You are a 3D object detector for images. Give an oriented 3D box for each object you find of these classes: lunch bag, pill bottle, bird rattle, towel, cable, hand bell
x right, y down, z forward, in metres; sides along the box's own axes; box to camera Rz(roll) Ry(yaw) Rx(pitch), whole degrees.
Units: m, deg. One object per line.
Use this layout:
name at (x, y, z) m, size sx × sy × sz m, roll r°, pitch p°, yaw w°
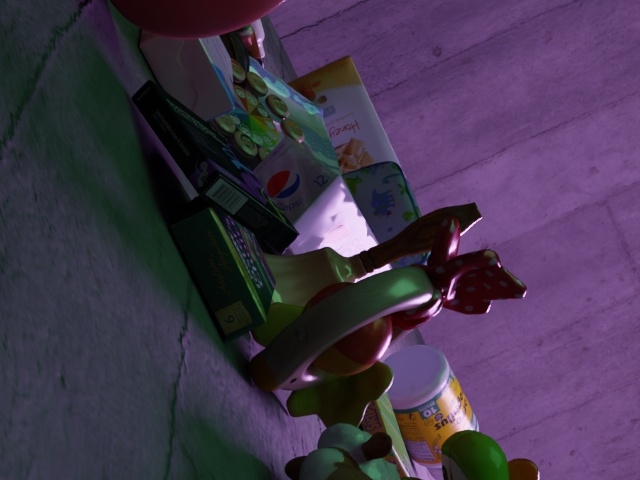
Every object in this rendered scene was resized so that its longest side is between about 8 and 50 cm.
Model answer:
lunch bag at (0.061, 0.000, 2.094) m, size 0.090 × 0.176 × 0.219 m, roll 67°, pitch 4°, yaw -48°
pill bottle at (0.167, 0.264, 2.242) m, size 0.117 × 0.117 × 0.208 m, roll -107°, pitch 171°, yaw -54°
bird rattle at (0.047, 0.079, 1.334) m, size 0.207 × 0.253 × 0.143 m, roll -6°, pitch 70°, yaw -59°
towel at (-0.044, -0.140, 2.065) m, size 0.209 × 0.034 × 0.285 m, roll 33°, pitch 26°, yaw -36°
cable at (-0.087, -0.249, 2.299) m, size 0.139 × 0.072 × 0.287 m, roll -99°, pitch 165°, yaw -51°
hand bell at (0.058, 0.018, 1.601) m, size 0.126 × 0.242 × 0.126 m, roll -25°, pitch 90°, yaw -85°

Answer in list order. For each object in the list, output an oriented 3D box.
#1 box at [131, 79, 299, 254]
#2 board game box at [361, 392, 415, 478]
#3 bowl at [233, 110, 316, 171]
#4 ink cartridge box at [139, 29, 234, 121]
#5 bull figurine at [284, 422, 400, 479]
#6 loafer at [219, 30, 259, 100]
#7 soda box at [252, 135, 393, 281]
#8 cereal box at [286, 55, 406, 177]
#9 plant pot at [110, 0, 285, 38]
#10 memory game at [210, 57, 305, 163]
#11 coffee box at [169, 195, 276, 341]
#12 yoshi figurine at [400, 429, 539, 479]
box at (-0.092, -0.066, 1.311) m, size 0.116 × 0.029 × 0.162 m, roll 37°, pitch 10°, yaw -45°
board game box at (0.071, 0.217, 1.960) m, size 0.259 × 0.039 × 0.124 m, roll -104°, pitch 169°, yaw -51°
bowl at (-0.051, -0.082, 1.858) m, size 0.142 × 0.053 × 0.142 m, roll 26°, pitch 36°, yaw -52°
ink cartridge box at (-0.140, -0.198, 1.594) m, size 0.180 × 0.060 × 0.104 m, roll -101°, pitch 165°, yaw -67°
bull figurine at (0.031, 0.240, 1.096) m, size 0.310 × 0.101 × 0.188 m, roll -12°, pitch 80°, yaw -85°
loafer at (-0.122, -0.220, 1.899) m, size 0.170 × 0.062 × 0.061 m, roll 66°, pitch 10°, yaw 21°
soda box at (0.000, 0.000, 1.762) m, size 0.091 × 0.098 × 0.286 m, roll 38°, pitch -9°, yaw 30°
cereal box at (0.017, -0.134, 2.258) m, size 0.047 × 0.173 × 0.240 m, roll -92°, pitch 156°, yaw -82°
plant pot at (-0.141, -0.347, 1.314) m, size 0.243 × 0.275 × 0.275 m, roll 37°, pitch 27°, yaw -56°
memory game at (-0.082, -0.153, 1.814) m, size 0.186 × 0.012 × 0.186 m, roll 37°, pitch 29°, yaw -24°
coffee box at (-0.081, 0.015, 1.325) m, size 0.184 × 0.040 × 0.113 m, roll -75°, pitch 140°, yaw -82°
yoshi figurine at (0.125, 0.363, 1.393) m, size 0.203 × 0.203 × 0.362 m, roll -7°, pitch 85°, yaw -43°
